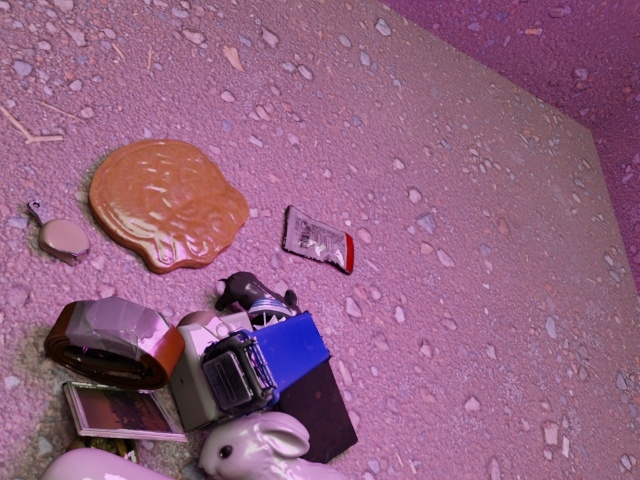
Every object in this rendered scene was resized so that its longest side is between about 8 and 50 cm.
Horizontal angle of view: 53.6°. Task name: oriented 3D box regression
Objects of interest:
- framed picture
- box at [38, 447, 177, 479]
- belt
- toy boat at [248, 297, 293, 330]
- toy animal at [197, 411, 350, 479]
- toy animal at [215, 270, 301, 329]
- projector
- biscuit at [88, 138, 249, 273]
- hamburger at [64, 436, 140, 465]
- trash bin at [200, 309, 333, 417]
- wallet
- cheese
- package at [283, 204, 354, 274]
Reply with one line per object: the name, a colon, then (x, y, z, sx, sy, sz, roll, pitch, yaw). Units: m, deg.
framed picture: (-0.376, 0.320, 1.204, 0.197, 0.252, 0.014, 14, 92, -29)
box: (-0.368, 0.526, 1.022, 0.288, 0.141, 0.349, 30, 89, -16)
belt: (-0.408, 0.204, 1.258, 0.261, 0.184, 0.105, 8, 46, 11)
toy boat: (-0.100, 0.196, 1.424, 0.105, 0.034, 0.149, -15, 73, -36)
toy animal: (-0.070, 0.490, 1.297, 0.357, 0.258, 0.194, 50, 10, -8)
toy animal: (-0.142, 0.169, 1.526, 0.245, 0.146, 0.114, 29, 46, -19)
projector: (-0.230, 0.271, 1.381, 0.177, 0.163, 0.242, -10, 70, -42)
biscuit: (-0.374, -0.100, 1.597, 0.365, 0.062, 0.385, 47, 45, -2)
hamburger: (-0.396, 0.411, 1.148, 0.131, 0.185, 0.159, -11, 34, -28)
trash bin: (-0.099, 0.237, 1.279, 0.234, 0.184, 0.162, -18, 81, -48)
wallet: (-0.029, 0.366, 1.481, 0.170, 0.044, 0.321, -23, 95, -35)
cheese: (-0.584, -0.016, 1.391, 0.171, 0.047, 0.092, 38, 43, -11)
package: (0.000, 0.000, 1.830, 0.239, 0.030, 0.154, 22, 49, -24)
